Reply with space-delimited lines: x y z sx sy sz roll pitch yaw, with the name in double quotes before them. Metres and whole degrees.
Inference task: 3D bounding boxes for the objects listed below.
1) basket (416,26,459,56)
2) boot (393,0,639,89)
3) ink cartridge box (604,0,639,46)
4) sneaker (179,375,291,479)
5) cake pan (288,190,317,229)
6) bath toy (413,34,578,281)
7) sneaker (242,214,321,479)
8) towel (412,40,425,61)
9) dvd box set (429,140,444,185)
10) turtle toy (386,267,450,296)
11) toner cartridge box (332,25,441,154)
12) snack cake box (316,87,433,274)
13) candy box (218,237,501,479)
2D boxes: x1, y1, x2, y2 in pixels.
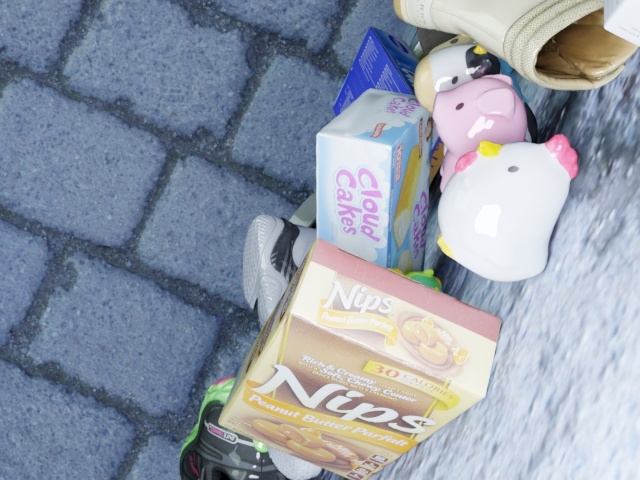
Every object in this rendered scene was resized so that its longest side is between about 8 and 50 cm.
"basket" 0.226 -0.313 1.038 0.227 0.154 0.204 -124 57 -80
"boot" 0.228 -0.222 0.761 0.203 0.261 0.095 43 140 44
"ink cartridge box" 0.272 -0.224 0.585 0.150 0.063 0.109 119 173 -46
"sneaker" -0.133 0.383 1.268 0.483 0.185 0.202 101 170 -54
"cake pan" 0.000 0.000 1.685 0.293 0.054 0.293 -43 -26 -27
"bath toy" 0.159 -0.103 0.768 0.129 0.151 0.348 -54 14 29
"sneaker" 0.018 0.130 1.098 0.137 0.210 0.366 120 146 -54
"towel" 0.247 -0.438 1.509 0.325 0.038 0.248 -61 -11 11
"dvd box set" 0.165 -0.162 1.422 0.308 0.062 0.421 -76 11 -65
"turtle toy" 0.095 0.090 0.896 0.066 0.095 0.130 37 108 41
"toner cartridge box" 0.105 -0.211 1.316 0.165 0.075 0.348 -62 20 25
"snack cake box" 0.064 -0.025 0.958 0.152 0.089 0.265 -47 -37 -51
"candy box" 0.022 0.137 0.821 0.316 0.182 0.088 122 170 -57
